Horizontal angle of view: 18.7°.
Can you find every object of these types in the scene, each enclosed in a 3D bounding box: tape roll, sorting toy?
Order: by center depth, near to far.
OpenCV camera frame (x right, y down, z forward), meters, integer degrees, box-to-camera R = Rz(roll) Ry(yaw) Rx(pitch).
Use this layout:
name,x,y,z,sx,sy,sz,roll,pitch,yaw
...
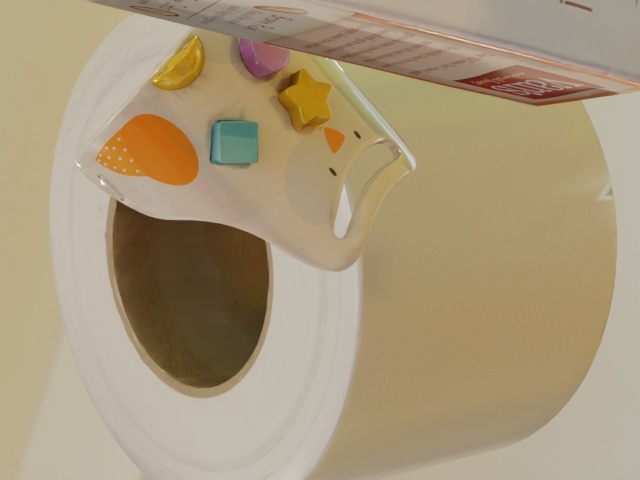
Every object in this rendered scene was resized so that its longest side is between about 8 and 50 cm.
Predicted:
name,x,y,z,sx,sy,sz,roll,pitch,yaw
sorting toy,-0.010,-0.031,0.523,0.075,0.045,0.083,42,-129,-12
tape roll,0.000,0.000,0.956,0.169,0.246,0.246,-9,-71,-39

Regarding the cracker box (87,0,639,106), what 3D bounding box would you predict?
name,x,y,z,sx,sy,sz,roll,pitch,yaw
cracker box,-0.038,-0.125,0.354,0.232,0.067,0.156,12,-94,-14
